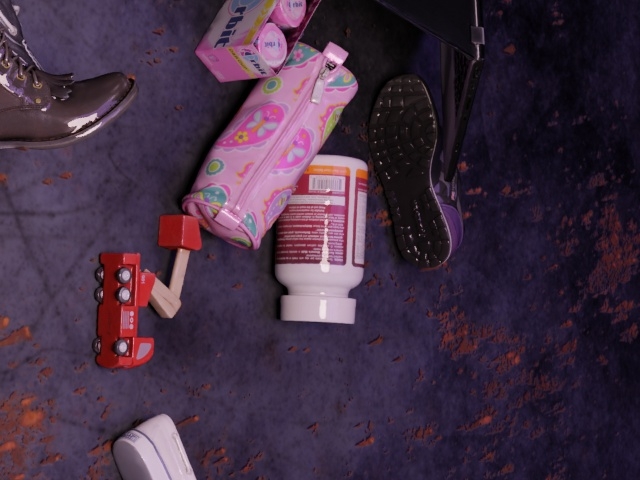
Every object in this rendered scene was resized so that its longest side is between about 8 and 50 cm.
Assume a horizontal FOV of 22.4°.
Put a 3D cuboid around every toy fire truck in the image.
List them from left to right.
[{"bbox_3d":[-0.212,0.062,1.988,0.135,0.047,0.192,4,87,-48],"label":"toy fire truck"}]

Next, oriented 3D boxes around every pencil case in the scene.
[{"bbox_3d":[-0.062,-0.126,2.072,0.124,0.124,0.284,47,68,-36],"label":"pencil case"}]

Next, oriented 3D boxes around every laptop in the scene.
[{"bbox_3d":[0.093,-0.357,2.181,0.408,0.236,0.382,99,-5,-54],"label":"laptop"}]

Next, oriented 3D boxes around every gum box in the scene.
[{"bbox_3d":[-0.070,-0.298,2.105,0.062,0.107,0.188,49,56,-35],"label":"gum box"}]

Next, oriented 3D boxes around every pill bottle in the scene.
[{"bbox_3d":[0.000,0.000,2.166,0.121,0.121,0.221,7,84,-47],"label":"pill bottle"}]

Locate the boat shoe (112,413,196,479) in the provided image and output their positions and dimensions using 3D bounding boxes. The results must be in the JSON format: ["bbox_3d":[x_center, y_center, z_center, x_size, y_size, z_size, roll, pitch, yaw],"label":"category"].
[{"bbox_3d":[-0.168,0.337,1.997,0.084,0.095,0.258,-34,115,-38],"label":"boat shoe"}]

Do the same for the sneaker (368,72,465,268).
[{"bbox_3d":[0.149,-0.110,2.367,0.124,0.107,0.283,-31,116,-60],"label":"sneaker"}]

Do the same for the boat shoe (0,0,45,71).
[{"bbox_3d":[-0.376,-0.235,1.781,0.301,0.108,0.102,43,60,-30],"label":"boat shoe"}]

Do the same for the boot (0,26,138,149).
[{"bbox_3d":[-0.337,-0.202,1.680,0.263,0.091,0.229,-20,113,-13],"label":"boot"}]
